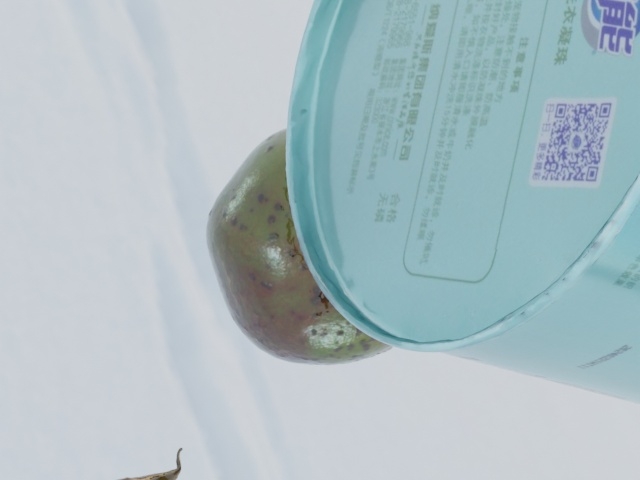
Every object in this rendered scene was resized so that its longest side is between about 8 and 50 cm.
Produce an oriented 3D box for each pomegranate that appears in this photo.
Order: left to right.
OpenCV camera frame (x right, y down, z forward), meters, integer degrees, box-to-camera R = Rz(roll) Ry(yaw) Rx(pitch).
[{"bbox_3d":[-0.009,-0.009,1.589,0.246,0.198,0.198,38,-2,42],"label":"pomegranate"}]

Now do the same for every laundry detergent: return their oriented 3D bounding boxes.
[{"bbox_3d":[0.186,-0.052,1.026,0.305,0.287,0.287,16,52,-36],"label":"laundry detergent"}]

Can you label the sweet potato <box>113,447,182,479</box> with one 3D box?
[{"bbox_3d":[-0.153,0.161,1.052,0.056,0.195,0.056,50,-23,31],"label":"sweet potato"}]
